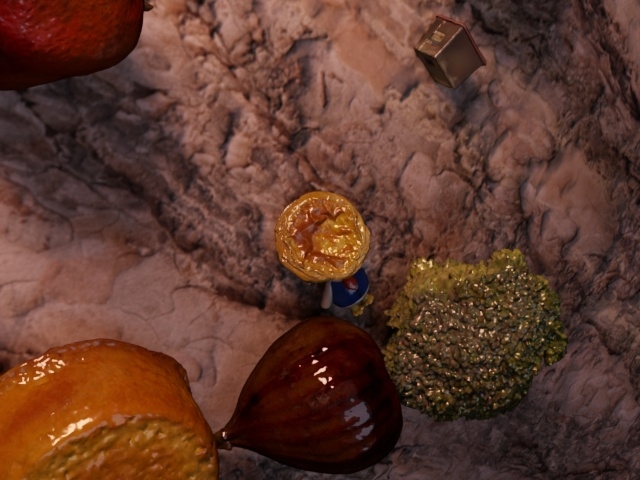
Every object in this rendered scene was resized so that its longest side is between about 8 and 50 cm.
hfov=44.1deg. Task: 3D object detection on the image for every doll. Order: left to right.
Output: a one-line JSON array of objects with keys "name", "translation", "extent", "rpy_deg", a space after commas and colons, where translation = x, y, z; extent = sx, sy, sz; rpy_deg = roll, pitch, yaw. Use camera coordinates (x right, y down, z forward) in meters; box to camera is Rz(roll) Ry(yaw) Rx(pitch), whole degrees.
[{"name": "doll", "translation": [0.029, 0.050, 1.127], "extent": [0.099, 0.057, 0.143], "rpy_deg": [-44, 127, -14]}]

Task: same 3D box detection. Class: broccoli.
[{"name": "broccoli", "translation": [0.226, 0.136, 1.214], "extent": [0.287, 0.260, 0.235], "rpy_deg": [-10, 145, 12]}]

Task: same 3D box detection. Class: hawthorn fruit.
[{"name": "hawthorn fruit", "translation": [-0.236, -0.215, 0.682], "extent": [0.251, 0.189, 0.190], "rpy_deg": [-1, 112, -48]}]

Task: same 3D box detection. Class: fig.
[{"name": "fig", "translation": [-0.057, 0.240, 1.079], "extent": [0.320, 0.217, 0.217], "rpy_deg": [-22, 127, -6]}]

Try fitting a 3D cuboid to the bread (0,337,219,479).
[{"name": "bread", "translation": [-0.257, 0.261, 0.903], "extent": [0.312, 0.172, 0.312], "rpy_deg": [-18, 122, -31]}]

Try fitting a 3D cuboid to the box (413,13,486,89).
[{"name": "box", "translation": [0.178, -0.258, 1.097], "extent": [0.063, 0.060, 0.084], "rpy_deg": [-50, 135, -3]}]

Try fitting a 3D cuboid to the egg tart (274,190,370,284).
[{"name": "egg tart", "translation": [0.000, 0.000, 1.054], "extent": [0.130, 0.052, 0.131], "rpy_deg": [1, 81, -9]}]
